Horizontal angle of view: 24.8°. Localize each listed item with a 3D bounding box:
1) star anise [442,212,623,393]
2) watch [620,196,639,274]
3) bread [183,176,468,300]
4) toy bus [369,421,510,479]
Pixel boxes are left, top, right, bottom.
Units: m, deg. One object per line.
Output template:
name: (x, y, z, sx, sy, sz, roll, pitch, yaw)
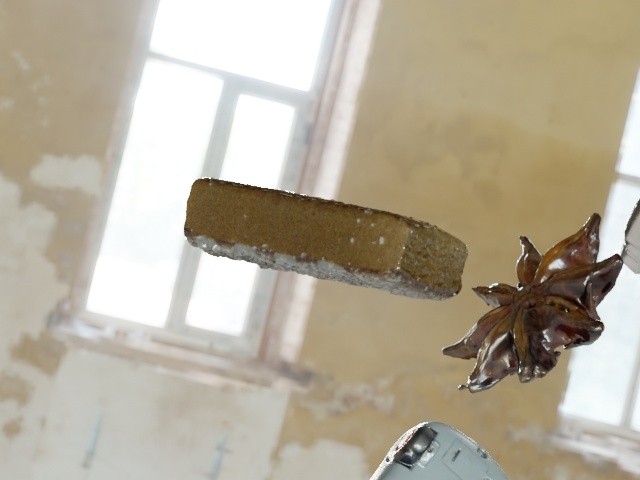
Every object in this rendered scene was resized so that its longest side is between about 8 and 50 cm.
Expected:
star anise: (0.265, 0.091, 1.708, 0.102, 0.272, 0.272, 44, -13, -22)
watch: (0.552, -0.014, 1.953, 0.231, 0.244, 0.196, 38, -36, 21)
bread: (0.000, 0.000, 2.017, 0.416, 0.113, 0.165, 11, -3, 42)
toy bus: (0.115, 0.395, 1.916, 0.194, 0.288, 0.232, 40, -37, 1)
